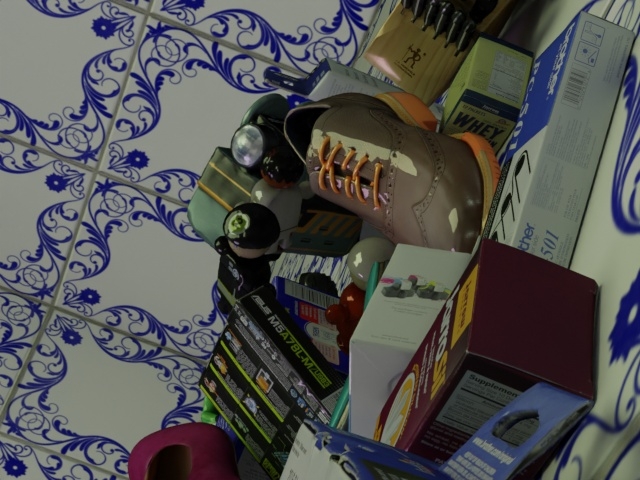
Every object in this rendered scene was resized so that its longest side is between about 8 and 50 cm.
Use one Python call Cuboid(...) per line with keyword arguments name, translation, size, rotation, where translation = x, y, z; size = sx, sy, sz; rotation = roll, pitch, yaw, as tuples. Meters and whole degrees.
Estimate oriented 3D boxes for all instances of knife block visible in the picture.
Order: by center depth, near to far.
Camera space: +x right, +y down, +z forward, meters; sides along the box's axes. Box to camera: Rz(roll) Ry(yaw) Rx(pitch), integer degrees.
Cuboid(name="knife block", translation=(0.157, -0.260, 1.477), size=(0.242, 0.088, 0.275), rotation=(-53, -5, 32))

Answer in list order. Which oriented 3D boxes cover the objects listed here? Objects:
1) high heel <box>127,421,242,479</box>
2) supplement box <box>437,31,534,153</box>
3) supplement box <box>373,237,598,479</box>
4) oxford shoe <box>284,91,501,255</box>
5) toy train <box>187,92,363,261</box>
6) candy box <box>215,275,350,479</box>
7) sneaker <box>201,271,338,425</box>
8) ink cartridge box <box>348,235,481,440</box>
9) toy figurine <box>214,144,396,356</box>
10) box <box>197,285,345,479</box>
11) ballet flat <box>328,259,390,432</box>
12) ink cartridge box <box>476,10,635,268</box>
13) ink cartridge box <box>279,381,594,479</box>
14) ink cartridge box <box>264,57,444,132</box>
Cuboid(name="high heel", translation=(-0.158, 0.266, 1.559), size=(0.377, 0.181, 0.127), rotation=(1, 91, 56))
Cuboid(name="supplement box", translation=(0.153, -0.132, 1.396), size=(0.083, 0.056, 0.083), rotation=(118, 171, -54))
Cuboid(name="supplement box", translation=(0.096, 0.105, 0.930), size=(0.104, 0.081, 0.188), rotation=(-75, 8, -48))
Cuboid(name="oxford shoe", translation=(0.059, -0.047, 1.319), size=(0.364, 0.132, 0.130), rotation=(-133, 48, -67))
Cuboid(name="toy train", translation=(-0.020, -0.066, 1.841), size=(0.334, 0.142, 0.190), rotation=(5, -60, -58))
Cuboid(name="candy box", translation=(-0.062, 0.238, 1.796), size=(0.268, 0.122, 0.317), rotation=(-93, 25, -73))
Cuboid(name="sneaker", translation=(-0.072, 0.173, 2.019), size=(0.134, 0.146, 0.343), rotation=(-76, 9, -53))
Cuboid(name="ink cartridge box", translation=(0.072, 0.074, 1.105), size=(0.181, 0.061, 0.104), rotation=(-58, -27, -58))
Cuboid(name="toy figurine", translation=(0.000, 0.000, 1.609), size=(0.209, 0.213, 0.148), rotation=(-68, -9, -50))
Cuboid(name="box", translation=(-0.039, 0.169, 1.548), size=(0.045, 0.191, 0.184), rotation=(-30, -21, -31))
Cuboid(name="ballet flat", translation=(0.059, 0.110, 1.352), size=(0.074, 0.074, 0.203), rotation=(120, 169, -59))
Cuboid(name="ink cartridge box", translation=(0.161, -0.050, 1.062), size=(0.097, 0.046, 0.207), rotation=(129, 161, -70))
Cuboid(name="ink cartridge box", translation=(0.021, 0.249, 0.754), size=(0.270, 0.151, 0.395), rotation=(177, 112, -84))
Cuboid(name="ink cartridge box", translation=(0.046, -0.169, 1.722), size=(0.223, 0.224, 0.045), rotation=(-102, 33, -79))
